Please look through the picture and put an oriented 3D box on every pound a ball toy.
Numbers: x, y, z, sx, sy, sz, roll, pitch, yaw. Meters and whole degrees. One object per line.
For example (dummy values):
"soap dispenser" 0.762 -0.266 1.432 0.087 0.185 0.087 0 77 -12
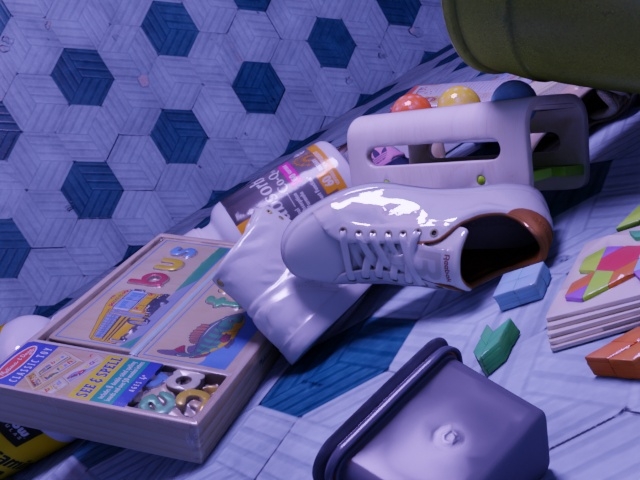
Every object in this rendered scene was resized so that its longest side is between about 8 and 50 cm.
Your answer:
"pound a ball toy" 0.184 -0.126 1.126 0.208 0.135 0.319 -11 9 -41

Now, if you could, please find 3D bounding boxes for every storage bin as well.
"storage bin" 0.077 0.144 0.564 0.135 0.098 0.091 -37 41 -29

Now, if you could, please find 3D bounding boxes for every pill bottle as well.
"pill bottle" -0.068 -0.020 1.382 0.278 0.162 0.162 -32 12 -6
"pill bottle" -0.430 0.219 1.225 0.334 0.188 0.188 -29 12 9

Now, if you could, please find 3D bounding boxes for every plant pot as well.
"plant pot" 0.367 -0.288 0.875 0.353 0.366 0.366 29 52 32

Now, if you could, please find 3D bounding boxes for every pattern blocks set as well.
"pattern blocks set" 0.273 0.020 0.719 0.325 0.026 0.285 -26 13 24

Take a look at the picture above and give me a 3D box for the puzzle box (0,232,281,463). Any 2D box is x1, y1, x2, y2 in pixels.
"puzzle box" -0.178 0.106 1.099 0.272 0.052 0.409 6 26 18

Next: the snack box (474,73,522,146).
"snack box" 0.350 -0.255 1.548 0.174 0.070 0.207 -24 12 30

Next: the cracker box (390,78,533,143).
"cracker box" 0.243 -0.203 1.401 0.232 0.067 0.156 0 22 23

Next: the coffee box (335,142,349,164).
"coffee box" -0.014 -0.077 1.636 0.141 0.098 0.246 -20 16 40

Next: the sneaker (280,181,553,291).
"sneaker" 0.093 0.001 0.922 0.290 0.106 0.123 -9 23 11

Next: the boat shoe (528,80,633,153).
"boat shoe" 0.384 -0.206 1.232 0.302 0.109 0.098 -31 50 -6

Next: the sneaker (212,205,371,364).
"sneaker" 0.000 0.000 1.080 0.292 0.169 0.108 -41 -10 -42

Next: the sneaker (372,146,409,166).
"sneaker" 0.093 -0.119 1.466 0.112 0.131 0.319 -33 12 -5

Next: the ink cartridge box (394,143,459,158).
"ink cartridge box" 0.201 -0.190 1.651 0.198 0.067 0.115 -33 12 -13
